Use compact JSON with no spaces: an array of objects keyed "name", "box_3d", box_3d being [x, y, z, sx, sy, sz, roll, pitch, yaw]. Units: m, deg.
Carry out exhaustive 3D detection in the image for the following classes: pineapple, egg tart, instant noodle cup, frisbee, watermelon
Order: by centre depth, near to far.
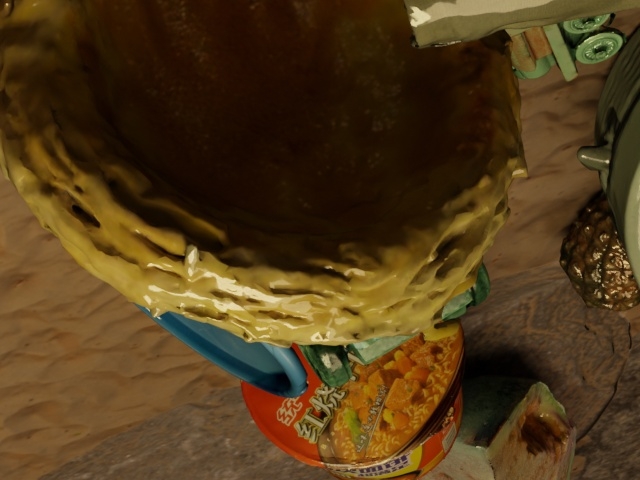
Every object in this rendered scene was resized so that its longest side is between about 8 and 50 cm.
[{"name":"egg tart","box_3d":[-0.046,-0.077,1.253,0.388,0.388,0.169,-5,152,-25]},{"name":"frisbee","box_3d":[-0.102,0.043,1.542,0.045,0.242,0.242,-52,149,-14]},{"name":"instant noodle cup","box_3d":[0.045,0.138,1.765,0.213,0.213,0.174,-24,154,2]},{"name":"pineapple","box_3d":[0.305,-0.026,1.774,0.108,0.108,0.197,3,129,-33]},{"name":"watermelon","box_3d":[0.161,0.227,2.023,0.175,0.188,0.322,-58,154,-32]}]

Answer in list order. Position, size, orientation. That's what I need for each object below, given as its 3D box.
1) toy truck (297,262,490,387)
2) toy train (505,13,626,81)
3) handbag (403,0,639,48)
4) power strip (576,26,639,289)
[{"name":"toy truck","box_3d":[0.018,-0.005,1.477,0.155,0.279,0.156,-30,115,-6]},{"name":"toy train","box_3d":[0.172,-0.184,1.493,0.118,0.074,0.176,-22,152,8]},{"name":"handbag","box_3d":[0.126,-0.283,1.176,0.253,0.315,0.109,-20,-170,0]},{"name":"power strip","box_3d":[0.400,-0.064,1.602,0.358,0.161,0.357,-2,123,-3]}]
